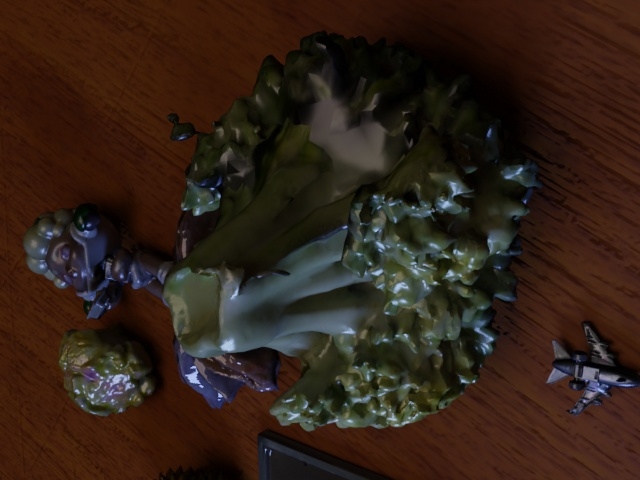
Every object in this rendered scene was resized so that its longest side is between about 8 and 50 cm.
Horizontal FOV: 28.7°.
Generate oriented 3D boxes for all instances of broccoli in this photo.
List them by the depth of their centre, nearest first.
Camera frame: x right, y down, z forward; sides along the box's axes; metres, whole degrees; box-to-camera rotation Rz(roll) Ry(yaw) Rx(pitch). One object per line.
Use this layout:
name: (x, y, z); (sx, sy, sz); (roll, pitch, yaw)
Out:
broccoli: (-0.007, 0.006, 1.019); (0.293, 0.281, 0.348); (32, 123, 29)

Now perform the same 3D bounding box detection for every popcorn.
popcorn: (-0.245, 0.145, 1.411); (0.097, 0.109, 0.089); (-56, 25, 1)

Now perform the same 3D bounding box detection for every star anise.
star anise: (-0.093, 0.062, 1.203); (0.236, 0.093, 0.229); (-122, 35, -57)

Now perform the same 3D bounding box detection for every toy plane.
toy plane: (0.223, 0.108, 1.020); (0.083, 0.031, 0.078); (12, 98, 42)

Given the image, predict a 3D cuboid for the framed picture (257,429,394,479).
framed picture: (0.049, 0.328, 1.259); (0.289, 0.016, 0.213); (14, 113, 38)

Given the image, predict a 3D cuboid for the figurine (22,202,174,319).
figurine: (-0.239, 0.026, 1.364); (0.197, 0.093, 0.147); (25, 130, 33)

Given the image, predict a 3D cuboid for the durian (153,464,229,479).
durian: (-0.146, 0.320, 1.351); (0.158, 0.137, 0.168); (103, 150, -46)
